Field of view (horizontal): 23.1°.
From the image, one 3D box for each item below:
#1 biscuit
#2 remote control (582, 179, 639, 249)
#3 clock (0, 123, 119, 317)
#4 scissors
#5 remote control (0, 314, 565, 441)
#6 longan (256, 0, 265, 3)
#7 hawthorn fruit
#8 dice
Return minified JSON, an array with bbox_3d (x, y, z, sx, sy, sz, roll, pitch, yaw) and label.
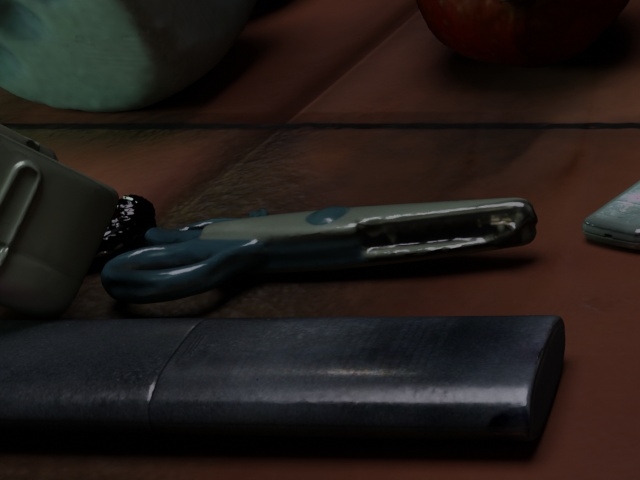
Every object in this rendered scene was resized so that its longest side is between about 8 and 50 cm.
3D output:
[{"bbox_3d":[-0.161,-0.006,1.129,0.087,0.027,0.089,-5,26,17],"label":"biscuit"},{"bbox_3d":[0.223,-0.029,1.009,0.053,0.018,0.124,15,36,43],"label":"remote control"},{"bbox_3d":[-0.294,-0.059,1.037,0.265,0.109,0.324,25,-1,-25],"label":"clock"},{"bbox_3d":[0.000,0.000,1.023,0.289,0.041,0.138,-7,16,21],"label":"scissors"},{"bbox_3d":[-0.056,0.076,0.885,0.377,0.044,0.107,-2,20,20],"label":"remote control"},{"bbox_3d":[-0.097,-0.321,1.621,0.189,0.189,0.189,-10,25,5],"label":"longan"},{"bbox_3d":[0.162,-0.232,1.272,0.205,0.205,0.253,-5,33,15],"label":"hawthorn fruit"},{"bbox_3d":[-0.213,-0.291,1.380,0.268,0.262,0.265,9,60,25],"label":"dice"}]
